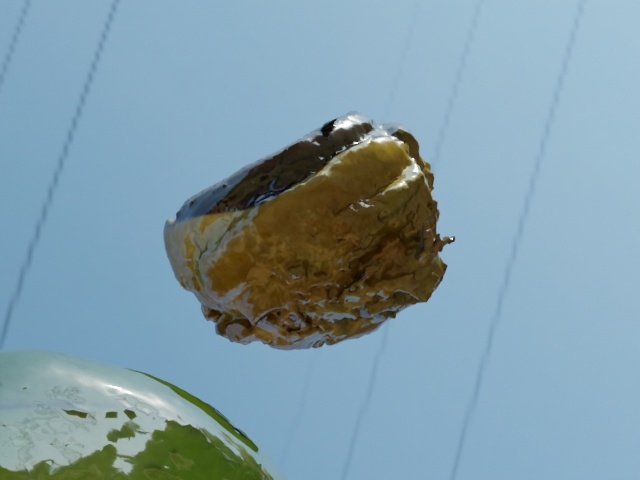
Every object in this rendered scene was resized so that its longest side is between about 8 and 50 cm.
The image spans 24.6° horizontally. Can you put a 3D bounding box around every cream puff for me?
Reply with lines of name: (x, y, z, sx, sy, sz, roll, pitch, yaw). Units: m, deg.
cream puff: (0.000, 0.000, 0.907, 0.189, 0.189, 0.129, -33, -83, -31)

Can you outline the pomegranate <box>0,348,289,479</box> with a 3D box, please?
pomegranate: (-0.110, 0.168, 0.527, 0.254, 0.270, 0.254, 0, -112, 1)
